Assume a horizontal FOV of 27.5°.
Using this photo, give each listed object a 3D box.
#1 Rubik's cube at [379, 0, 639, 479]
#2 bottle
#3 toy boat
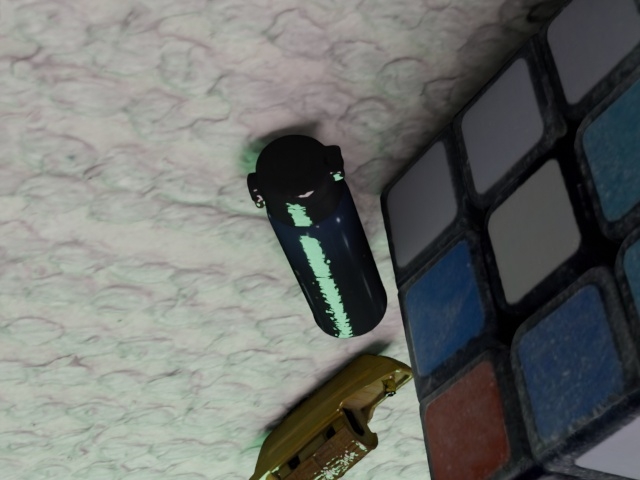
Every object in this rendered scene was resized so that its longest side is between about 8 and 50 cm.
[{"bbox_3d":[0.295,0.033,1.036,0.359,0.363,0.362,13,142,-29],"label":"Rubik's cube"},{"bbox_3d":[0.000,0.000,1.114,0.082,0.072,0.244,-10,148,7],"label":"bottle"},{"bbox_3d":[0.016,0.203,1.388,0.226,0.088,0.068,-42,144,23],"label":"toy boat"}]
